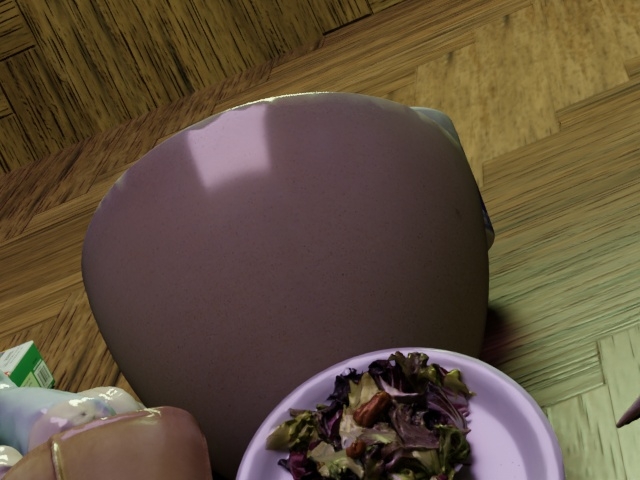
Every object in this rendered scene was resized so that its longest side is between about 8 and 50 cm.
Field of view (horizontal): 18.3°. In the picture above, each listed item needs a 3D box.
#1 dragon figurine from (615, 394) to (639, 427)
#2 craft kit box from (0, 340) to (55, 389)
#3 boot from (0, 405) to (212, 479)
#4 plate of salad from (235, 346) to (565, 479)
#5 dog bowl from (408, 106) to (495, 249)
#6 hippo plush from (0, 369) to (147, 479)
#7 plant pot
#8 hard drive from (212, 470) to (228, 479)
[{"bbox_3d":[0.281,0.034,1.252,0.085,0.144,0.289,-11,39,38],"label":"dragon figurine"},{"bbox_3d":[-0.392,0.200,1.832,0.247,0.061,0.250,-24,14,14],"label":"craft kit box"},{"bbox_3d":[-0.159,0.230,1.122,0.236,0.089,0.269,-14,38,-3],"label":"boot"},{"bbox_3d":[0.042,0.143,1.156,0.200,0.048,0.200,-8,54,11],"label":"plate of salad"},{"bbox_3d":[0.000,0.000,1.569,0.265,0.104,0.265,-20,-15,-5],"label":"dog bowl"},{"bbox_3d":[-0.270,0.103,1.473,0.234,0.236,0.294,-26,0,1],"label":"hippo plush"},{"bbox_3d":[-0.005,0.067,1.336,0.284,0.284,0.191,-23,52,7],"label":"plant pot"},{"bbox_3d":[-0.036,0.143,1.511,0.094,0.022,0.135,-18,16,23],"label":"hard drive"}]
